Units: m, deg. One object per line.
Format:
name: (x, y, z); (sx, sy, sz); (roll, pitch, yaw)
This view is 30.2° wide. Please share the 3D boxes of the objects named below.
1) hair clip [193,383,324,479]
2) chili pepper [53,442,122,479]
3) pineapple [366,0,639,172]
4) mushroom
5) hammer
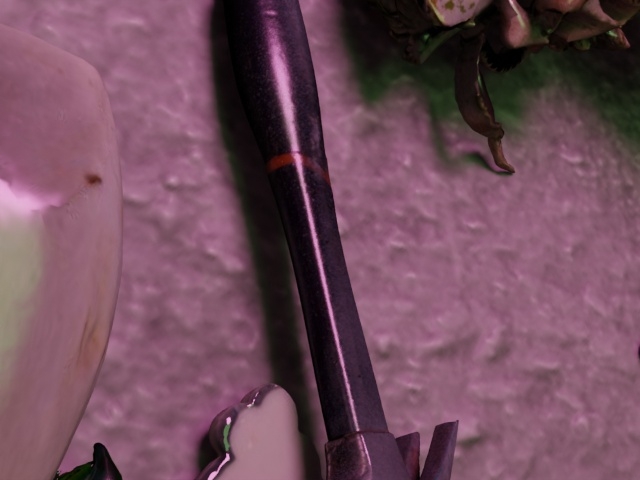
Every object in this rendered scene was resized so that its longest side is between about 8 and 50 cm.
hair clip: (-0.005, 0.183, 0.502); (0.140, 0.054, 0.220); (-38, 97, -35)
chili pepper: (-0.117, 0.171, 0.405); (0.098, 0.061, 0.224); (32, 59, -1)
pineapple: (0.145, -0.180, 0.662); (0.272, 0.262, 0.262); (-23, 90, -17)
mushroom: (-0.138, 0.053, 0.400); (0.118, 0.103, 0.270); (18, 66, -13)
hammer: (0.000, 0.000, 0.554); (0.137, 0.037, 0.290); (18, 55, -58)
